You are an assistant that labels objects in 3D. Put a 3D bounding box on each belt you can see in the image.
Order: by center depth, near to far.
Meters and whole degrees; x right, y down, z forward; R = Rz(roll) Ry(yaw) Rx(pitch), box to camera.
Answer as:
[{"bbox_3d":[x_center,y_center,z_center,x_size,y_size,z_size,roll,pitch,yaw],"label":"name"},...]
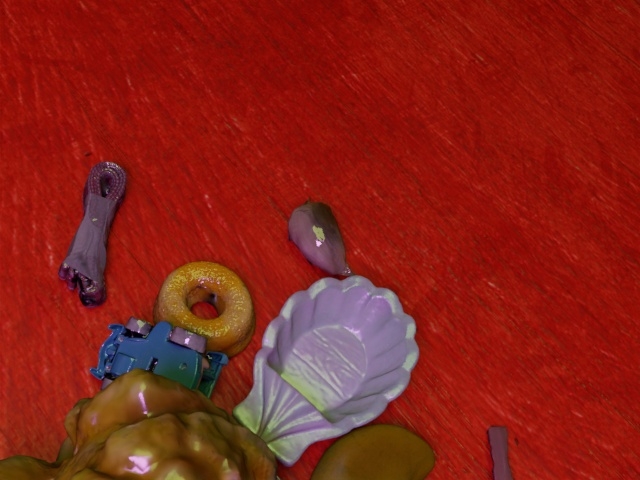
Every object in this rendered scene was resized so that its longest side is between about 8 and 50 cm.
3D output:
[{"bbox_3d":[-0.330,-0.014,1.200,0.071,0.053,0.232,12,54,-15],"label":"belt"}]

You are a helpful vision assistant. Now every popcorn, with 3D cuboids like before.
[{"bbox_3d":[-0.207,0.276,0.889,0.290,0.325,0.321,-45,109,-19],"label":"popcorn"}]

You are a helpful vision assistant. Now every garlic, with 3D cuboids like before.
[{"bbox_3d":[0.000,-0.004,1.265,0.084,0.066,0.152,-11,57,-22],"label":"garlic"}]

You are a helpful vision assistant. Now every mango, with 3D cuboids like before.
[{"bbox_3d":[0.059,0.306,1.065,0.122,0.086,0.191,33,45,18],"label":"mango"}]

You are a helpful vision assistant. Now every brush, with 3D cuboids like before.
[{"bbox_3d":[0.250,0.377,1.074,0.084,0.071,0.301,7,50,-5],"label":"brush"}]

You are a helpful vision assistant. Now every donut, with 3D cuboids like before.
[{"bbox_3d":[-0.161,0.095,1.166,0.151,0.058,0.152,6,54,-8],"label":"donut"}]

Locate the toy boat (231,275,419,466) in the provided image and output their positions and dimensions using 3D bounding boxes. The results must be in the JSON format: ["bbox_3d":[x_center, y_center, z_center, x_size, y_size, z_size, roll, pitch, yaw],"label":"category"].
[{"bbox_3d":[0.005,0.178,1.124,0.199,0.100,0.290,39,56,14],"label":"toy boat"}]

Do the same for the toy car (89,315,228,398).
[{"bbox_3d":[-0.214,0.175,1.095,0.161,0.098,0.126,12,74,30],"label":"toy car"}]

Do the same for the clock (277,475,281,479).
[{"bbox_3d":[-0.081,0.363,1.007,0.110,0.050,0.153,-11,60,-20],"label":"clock"}]
